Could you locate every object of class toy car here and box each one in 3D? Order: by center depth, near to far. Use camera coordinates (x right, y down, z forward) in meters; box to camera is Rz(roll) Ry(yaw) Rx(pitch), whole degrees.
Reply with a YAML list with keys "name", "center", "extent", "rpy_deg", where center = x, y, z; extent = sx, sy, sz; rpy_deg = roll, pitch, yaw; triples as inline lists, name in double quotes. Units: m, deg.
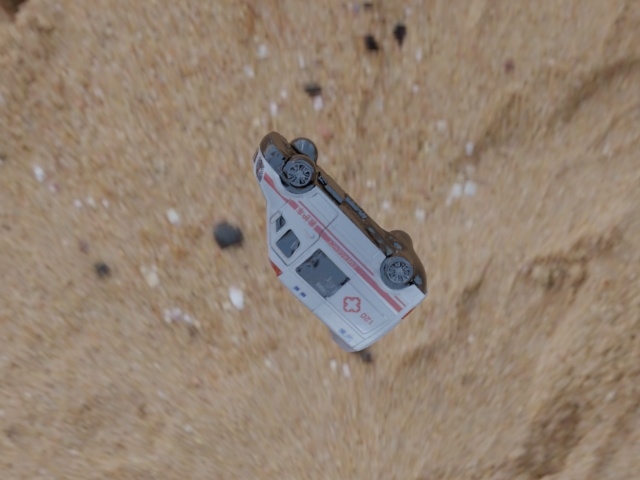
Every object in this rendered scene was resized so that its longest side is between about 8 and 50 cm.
- name: "toy car"
  center: [0.000, 0.000, 1.591]
  extent: [0.108, 0.089, 0.209]
  rpy_deg: [-42, 102, 14]
